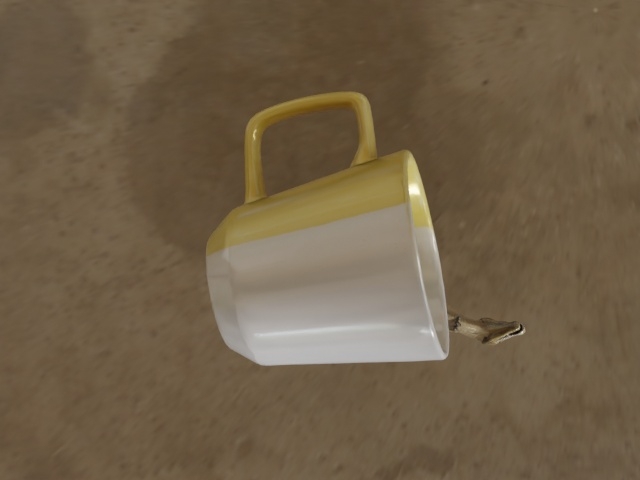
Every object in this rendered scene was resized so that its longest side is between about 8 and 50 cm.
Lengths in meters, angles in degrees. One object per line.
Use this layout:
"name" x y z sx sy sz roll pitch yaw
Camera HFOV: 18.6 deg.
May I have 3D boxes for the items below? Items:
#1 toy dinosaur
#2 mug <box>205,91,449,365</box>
"toy dinosaur" 0.044 0.026 1.287 0.183 0.092 0.053 33 89 21
"mug" 0.001 0.004 0.581 0.064 0.078 0.062 -11 139 9
